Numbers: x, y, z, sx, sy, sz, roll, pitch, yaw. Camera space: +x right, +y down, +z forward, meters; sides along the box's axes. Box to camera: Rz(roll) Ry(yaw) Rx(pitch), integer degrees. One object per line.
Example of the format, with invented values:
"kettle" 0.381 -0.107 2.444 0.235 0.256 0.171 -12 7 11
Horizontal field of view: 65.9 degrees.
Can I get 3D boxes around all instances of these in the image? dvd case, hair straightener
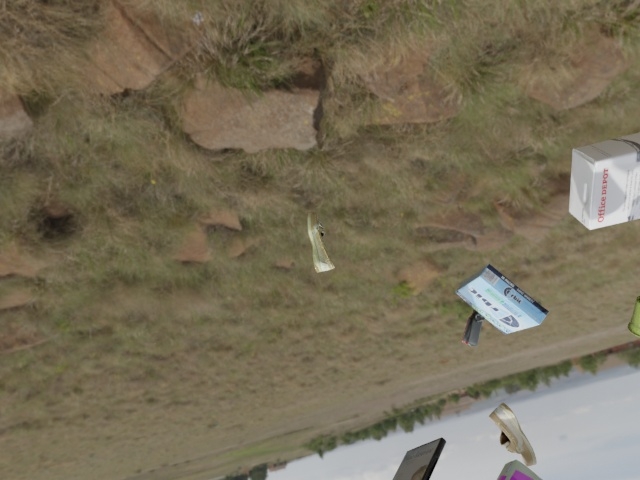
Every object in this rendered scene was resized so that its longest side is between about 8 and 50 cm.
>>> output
"dvd case" 0.258 0.689 1.423 0.253 0.022 0.180 -41 174 -45
"hair straightener" 0.563 0.261 1.718 0.047 0.231 0.089 23 177 -13

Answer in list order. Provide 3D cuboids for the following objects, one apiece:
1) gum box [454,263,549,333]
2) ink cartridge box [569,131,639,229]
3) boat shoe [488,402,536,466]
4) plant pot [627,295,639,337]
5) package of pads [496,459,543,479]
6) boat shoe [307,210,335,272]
"gum box" 0.403 0.138 1.120 0.041 0.157 0.184 -48 171 -13
"ink cartridge box" 0.802 -0.163 1.273 0.272 0.115 0.199 -13 120 1
"boat shoe" 0.451 0.467 1.168 0.059 0.170 0.063 -30 -174 -3
"plant pot" 0.739 0.166 1.108 0.083 0.083 0.079 -15 113 0
"package of pads" 0.473 0.660 1.039 0.229 0.296 0.101 -45 157 -22
"boat shoe" 0.000 0.000 1.179 0.048 0.153 0.056 -11 156 6
